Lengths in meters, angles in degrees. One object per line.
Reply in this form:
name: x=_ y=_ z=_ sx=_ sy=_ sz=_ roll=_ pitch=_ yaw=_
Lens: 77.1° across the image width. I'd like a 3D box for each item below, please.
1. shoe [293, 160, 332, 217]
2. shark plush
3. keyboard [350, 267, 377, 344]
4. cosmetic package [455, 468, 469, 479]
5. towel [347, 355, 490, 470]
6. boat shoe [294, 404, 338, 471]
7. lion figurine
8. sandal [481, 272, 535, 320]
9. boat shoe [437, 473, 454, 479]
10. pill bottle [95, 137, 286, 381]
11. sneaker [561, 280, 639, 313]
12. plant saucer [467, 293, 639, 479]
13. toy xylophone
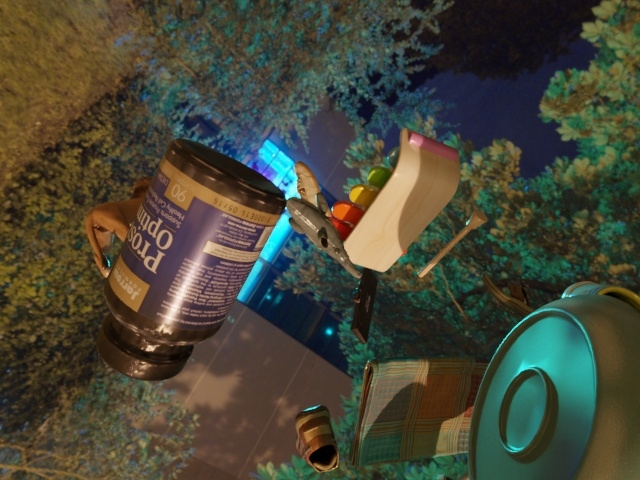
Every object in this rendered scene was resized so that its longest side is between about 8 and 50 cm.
shoe: x=-0.037 y=-0.148 z=1.231 sx=0.058 sy=0.219 sz=0.076 roll=-22 pitch=164 yaw=-18
shark plush: x=0.000 y=0.000 z=0.626 sx=0.073 sy=0.161 sz=0.067 roll=-28 pitch=-176 yaw=7
keyboard: x=0.100 y=0.141 z=0.950 sx=0.023 sy=0.108 sz=0.180 roll=-5 pitch=-132 yaw=25
cosmetic package: x=0.399 y=0.492 z=0.766 sx=0.155 sy=0.366 sz=0.197 roll=-24 pitch=-127 yaw=-25
towel: x=0.257 y=0.418 z=0.996 sx=0.040 sy=0.370 sz=0.272 roll=-158 pitch=-104 yaw=-66
boat shoe: x=-0.006 y=0.592 z=1.138 sx=0.122 sy=0.324 sz=0.120 roll=-18 pitch=-135 yaw=-9
lion figurine: x=-0.530 y=-0.064 z=1.137 sx=0.142 sy=0.240 sz=0.392 roll=-31 pitch=-176 yaw=17
sandal: x=0.644 y=0.196 z=1.304 sx=0.086 sy=0.120 sz=0.303 roll=-44 pitch=-146 yaw=2
boat shoe: x=0.368 y=0.680 z=1.074 sx=0.070 sy=0.219 sz=0.078 roll=-16 pitch=-134 yaw=26
pill bottle: x=-0.133 y=0.023 z=0.400 sx=0.219 sy=0.122 sz=0.123 roll=-60 pitch=-160 yaw=11
sneaker: x=0.589 y=0.235 z=0.794 sx=0.127 sy=0.319 sz=0.208 roll=-17 pitch=167 yaw=11
plant saucer: x=0.248 y=0.202 z=0.463 sx=0.317 sy=0.043 sz=0.318 roll=22 pitch=90 yaw=-86
toy xylophone: x=0.150 y=-0.039 z=0.758 sx=0.323 sy=0.236 sz=0.081 roll=-47 pitch=-151 yaw=39
